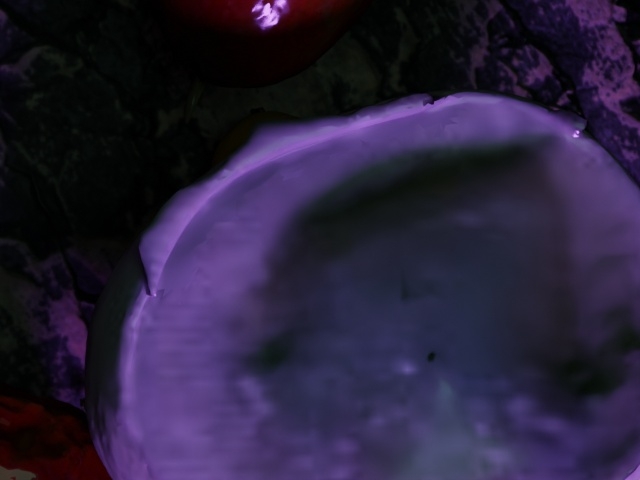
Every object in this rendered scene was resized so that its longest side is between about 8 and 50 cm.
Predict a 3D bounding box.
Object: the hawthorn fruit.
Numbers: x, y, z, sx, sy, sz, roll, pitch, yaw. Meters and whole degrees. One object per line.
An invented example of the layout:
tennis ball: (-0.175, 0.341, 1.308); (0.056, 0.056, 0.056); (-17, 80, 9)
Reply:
hawthorn fruit: (-0.053, -0.207, 1.507); (0.189, 0.189, 0.251); (35, 88, -18)

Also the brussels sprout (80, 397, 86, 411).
brussels sprout: (-0.140, 0.110, 1.472); (0.085, 0.058, 0.085); (-2, 76, 7)

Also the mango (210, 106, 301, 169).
mango: (0.000, 0.000, 1.528); (0.227, 0.109, 0.147); (50, 42, -11)

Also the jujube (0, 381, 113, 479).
jujube: (-0.254, 0.180, 1.341); (0.250, 0.174, 0.174); (18, 75, -27)

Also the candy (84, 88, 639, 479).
candy: (0.044, 0.089, 1.373); (0.427, 0.186, 0.386); (-6, 68, -13)
